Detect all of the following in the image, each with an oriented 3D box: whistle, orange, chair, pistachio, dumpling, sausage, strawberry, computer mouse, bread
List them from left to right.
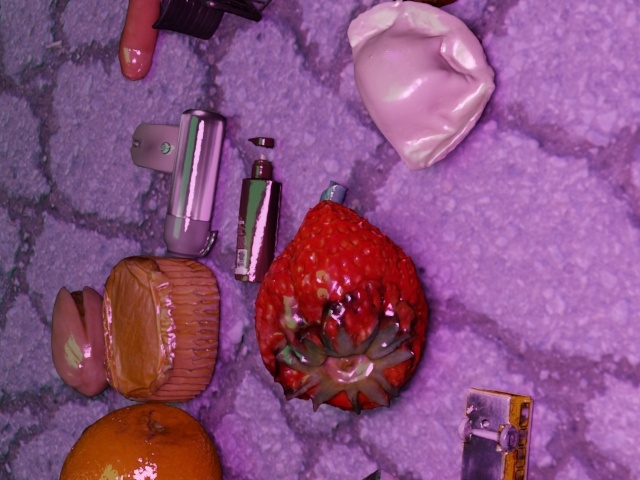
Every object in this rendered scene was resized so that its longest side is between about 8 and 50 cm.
[{"bbox_3d":[-0.441,0.184,1.981,0.136,0.136,0.226,-38,56,34],"label":"pistachio"},{"bbox_3d":[-0.289,0.398,1.715,0.274,0.274,0.274,-5,83,43],"label":"orange"},{"bbox_3d":[-0.323,-0.439,1.930,0.078,0.078,0.304,36,127,39],"label":"sausage"},{"bbox_3d":[-0.297,-0.171,1.922,0.182,0.056,0.089,12,90,43],"label":"computer mouse"},{"bbox_3d":[-0.272,0.151,1.811,0.227,0.142,0.253,-5,86,41],"label":"bread"},{"bbox_3d":[-0.170,-0.410,1.770,0.145,0.140,0.221,51,120,35],"label":"chair"},{"bbox_3d":[0.000,0.000,1.641,0.039,0.039,0.186,24,102,41],"label":"whistle"},{"bbox_3d":[0.031,0.082,1.484,0.250,0.238,0.288,-45,29,24],"label":"strawberry"},{"bbox_3d":[0.140,-0.232,1.472,0.179,0.131,0.252,-34,68,23],"label":"dumpling"}]

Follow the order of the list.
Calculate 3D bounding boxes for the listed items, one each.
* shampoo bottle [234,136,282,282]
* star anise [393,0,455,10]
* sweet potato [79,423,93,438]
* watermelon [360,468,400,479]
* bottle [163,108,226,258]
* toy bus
[{"bbox_3d":[-0.101,-0.050,1.722,0.068,0.067,0.236,5,88,24],"label":"shampoo bottle"},{"bbox_3d":[0.146,-0.345,1.527,0.168,0.057,0.168,1,91,34],"label":"star anise"},{"bbox_3d":[-0.359,0.370,1.927,0.233,0.062,0.081,-10,78,39],"label":"sweet potato"},{"bbox_3d":[0.125,0.454,1.412,0.176,0.256,0.260,-9,66,-3],"label":"watermelon"},{"bbox_3d":[-0.210,-0.096,1.822,0.096,0.079,0.253,10,92,5],"label":"bottle"},{"bbox_3d":[0.225,0.308,1.379,0.081,0.074,0.226,2,88,44],"label":"toy bus"}]
